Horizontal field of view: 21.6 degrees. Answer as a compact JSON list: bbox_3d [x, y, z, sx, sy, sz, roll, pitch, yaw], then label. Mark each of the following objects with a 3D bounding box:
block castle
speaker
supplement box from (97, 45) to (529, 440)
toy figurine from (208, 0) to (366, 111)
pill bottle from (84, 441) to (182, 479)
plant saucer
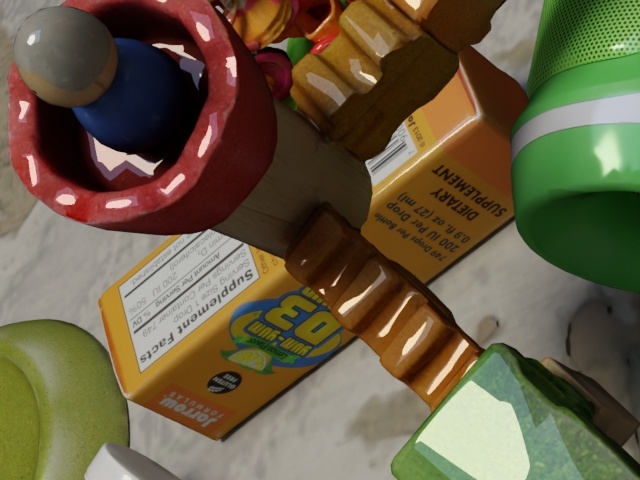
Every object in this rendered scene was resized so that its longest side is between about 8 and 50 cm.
[{"bbox_3d":[0.142,0.001,0.474,0.303,0.213,0.453,-48,63,8],"label":"block castle"},{"bbox_3d":[0.161,-0.131,0.714,0.131,0.131,0.296,-7,60,42],"label":"speaker"},{"bbox_3d":[0.000,0.000,0.825,0.233,0.078,0.080,-38,47,22],"label":"supplement box"},{"bbox_3d":[-0.033,-0.140,0.884,0.173,0.159,0.130,-42,42,17],"label":"toy figurine"},{"bbox_3d":[-0.121,0.179,0.820,0.152,0.086,0.086,-57,40,1],"label":"pill bottle"},{"bbox_3d":[-0.208,0.150,0.963,0.241,0.037,0.241,-24,51,33],"label":"plant saucer"}]
